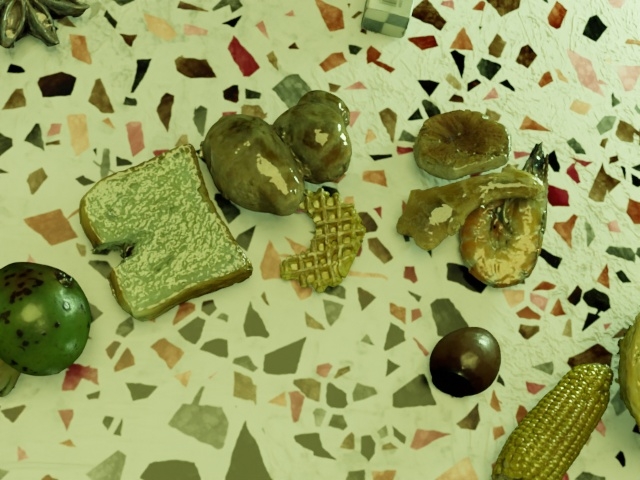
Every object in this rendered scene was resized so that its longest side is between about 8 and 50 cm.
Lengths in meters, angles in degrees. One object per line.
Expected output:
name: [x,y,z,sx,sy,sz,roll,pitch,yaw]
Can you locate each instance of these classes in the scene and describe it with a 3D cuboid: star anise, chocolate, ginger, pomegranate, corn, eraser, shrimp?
star anise: [-0.573,-0.474,1.823,0.236,0.109,0.223,39,79,-14]
chocolate: [0.271,0.214,1.753,0.124,0.127,0.133,42,54,-26]
ginger: [0.285,-0.068,1.814,0.294,0.086,0.131,-16,50,-1]
pomegranate: [-0.496,0.152,1.612,0.202,0.202,0.248,41,99,5]
corn: [0.420,0.346,1.722,0.119,0.119,0.322,40,67,4]
eraser: [0.167,-0.622,1.987,0.098,0.096,0.404,13,71,-3]
ginger: [-0.057,-0.170,1.780,0.304,0.155,0.244,-24,47,-20]
shrimp: [0.363,-0.057,1.864,0.164,0.062,0.317,18,73,1]

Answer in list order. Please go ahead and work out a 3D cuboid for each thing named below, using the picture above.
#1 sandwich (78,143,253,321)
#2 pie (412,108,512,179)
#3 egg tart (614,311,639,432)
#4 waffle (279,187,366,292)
sandwich: [-0.290,-0.010,1.730,0.249,0.095,0.273,-25,79,-12]
pie: [0.273,-0.190,1.862,0.195,0.046,0.195,-4,46,4]
egg tart: [0.657,0.247,1.752,0.345,0.132,0.345,3,83,-29]
waffle: [0.000,0.001,1.794,0.149,0.051,0.194,25,76,8]
